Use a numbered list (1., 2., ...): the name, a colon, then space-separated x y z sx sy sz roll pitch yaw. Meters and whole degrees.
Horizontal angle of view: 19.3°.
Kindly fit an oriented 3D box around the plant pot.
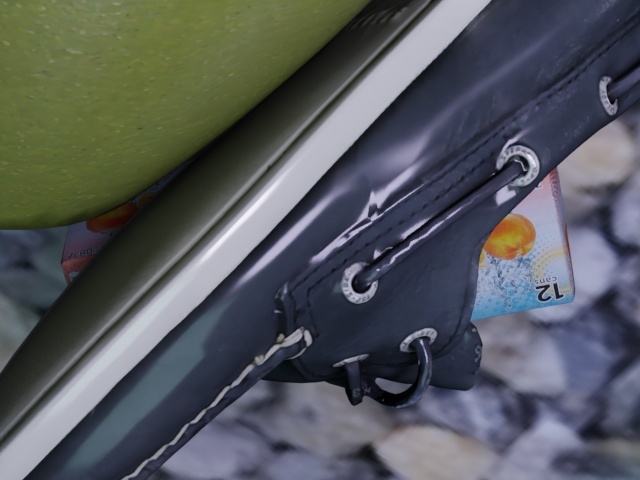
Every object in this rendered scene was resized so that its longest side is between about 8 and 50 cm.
1. plant pot: -0.063 -0.141 0.512 0.274 0.275 0.293 16 139 -10

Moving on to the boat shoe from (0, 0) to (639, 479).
1. boat shoe: 0.020 -0.005 0.601 0.113 0.127 0.340 45 79 -15

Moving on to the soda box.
1. soda box: 0.000 0.000 0.705 0.183 0.058 0.063 -10 123 8
